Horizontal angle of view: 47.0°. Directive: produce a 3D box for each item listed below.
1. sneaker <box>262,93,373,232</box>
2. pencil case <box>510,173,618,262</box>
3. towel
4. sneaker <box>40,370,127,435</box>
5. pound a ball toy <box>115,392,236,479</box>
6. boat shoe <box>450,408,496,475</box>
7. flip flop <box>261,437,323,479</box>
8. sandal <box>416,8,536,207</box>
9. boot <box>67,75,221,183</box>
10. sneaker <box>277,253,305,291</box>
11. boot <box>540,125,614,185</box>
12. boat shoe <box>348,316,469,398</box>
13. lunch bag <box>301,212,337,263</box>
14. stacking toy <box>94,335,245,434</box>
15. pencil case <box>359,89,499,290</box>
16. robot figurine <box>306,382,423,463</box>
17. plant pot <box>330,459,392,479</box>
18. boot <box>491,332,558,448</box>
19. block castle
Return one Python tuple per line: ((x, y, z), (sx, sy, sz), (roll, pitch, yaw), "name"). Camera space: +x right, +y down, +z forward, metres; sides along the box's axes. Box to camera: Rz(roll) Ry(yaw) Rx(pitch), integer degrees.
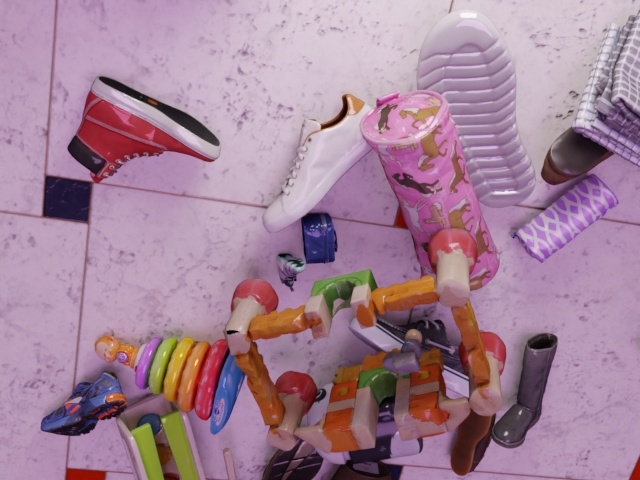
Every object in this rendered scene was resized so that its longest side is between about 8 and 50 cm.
((-0.021, -0.146, 1.332), (0.290, 0.106, 0.123), (-46, 109, 0), "sneaker")
((0.484, -0.040, 1.450), (0.206, 0.086, 0.088), (-39, 147, 12), "pencil case")
((0.612, -0.248, 1.286), (0.284, 0.121, 0.235), (28, 73, -7), "towel")
((-0.480, 0.335, 1.495), (0.221, 0.087, 0.083), (-27, 145, 19), "sneaker")
((-0.291, 0.471, 1.564), (0.208, 0.136, 0.319), (-22, 117, -25), "pound a ball toy")
((0.348, 0.430, 1.650), (0.073, 0.073, 0.207), (-11, 126, -44), "boat shoe")
((-0.076, 0.510, 1.626), (0.112, 0.080, 0.277), (10, 127, -17), "flip flop")
((0.278, -0.231, 1.336), (0.169, 0.102, 0.416), (-14, 128, 15), "sandal")
((-0.310, -0.156, 1.294), (0.244, 0.088, 0.176), (25, 109, -9), "boot")
((-0.054, 0.067, 1.413), (0.038, 0.098, 0.069), (-7, 104, -21), "sneaker")
((0.541, -0.205, 1.388), (0.305, 0.115, 0.112), (-31, 77, -9), "boot")
((0.215, 0.215, 1.521), (0.335, 0.121, 0.119), (29, 84, -17), "boat shoe")
((0.000, 0.000, 1.410), (0.065, 0.067, 0.098), (-6, 114, -5), "lunch bag")
((-0.303, 0.247, 1.452), (0.302, 0.166, 0.175), (16, 121, 2), "stacking toy")
((0.202, -0.081, 1.308), (0.160, 0.167, 0.386), (-52, 133, -29), "pencil case")
((0.111, 0.358, 1.504), (0.278, 0.173, 0.209), (-10, 125, 4), "robot figurine")
((0.079, 0.605, 1.630), (0.215, 0.215, 0.230), (10, 97, -12), "plant pot")
((0.440, 0.318, 1.571), (0.076, 0.190, 0.208), (25, 124, 27), "boot")
((0.084, 0.176, 1.302), (0.453, 0.213, 0.303), (-15, 112, 16), "block castle")
